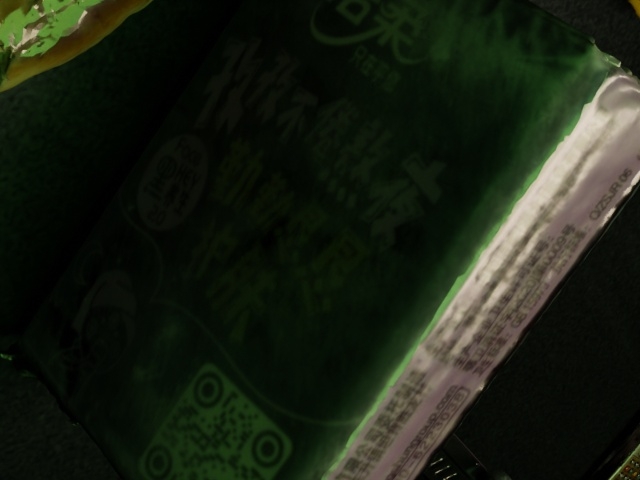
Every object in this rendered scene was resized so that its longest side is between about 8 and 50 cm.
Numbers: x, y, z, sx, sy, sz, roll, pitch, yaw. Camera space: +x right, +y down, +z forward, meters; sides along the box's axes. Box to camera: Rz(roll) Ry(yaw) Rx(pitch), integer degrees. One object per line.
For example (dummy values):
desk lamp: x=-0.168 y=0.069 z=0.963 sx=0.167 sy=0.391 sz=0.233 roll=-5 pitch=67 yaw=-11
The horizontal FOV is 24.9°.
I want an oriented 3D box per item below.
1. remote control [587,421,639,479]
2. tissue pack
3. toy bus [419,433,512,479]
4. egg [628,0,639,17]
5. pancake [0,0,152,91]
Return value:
remote control: x=0.318 y=0.197 z=1.426 sx=0.212 sy=0.028 sz=0.059 roll=-51 pitch=135 yaw=5
tissue pack: x=0.000 y=0.000 z=0.834 sx=0.122 sy=0.259 sz=0.361 roll=25 pitch=102 yaw=-51
toy bus: x=0.064 y=0.189 z=1.080 sx=0.096 sy=0.199 sz=0.108 roll=-24 pitch=137 yaw=-23
egg: x=0.344 y=-0.242 z=0.993 sx=0.286 sy=0.174 sz=0.264 roll=-7 pitch=122 yaw=-32
pancake: x=-0.119 y=-0.218 z=0.714 sx=0.266 sy=0.057 sz=0.244 roll=-39 pitch=137 yaw=-6
